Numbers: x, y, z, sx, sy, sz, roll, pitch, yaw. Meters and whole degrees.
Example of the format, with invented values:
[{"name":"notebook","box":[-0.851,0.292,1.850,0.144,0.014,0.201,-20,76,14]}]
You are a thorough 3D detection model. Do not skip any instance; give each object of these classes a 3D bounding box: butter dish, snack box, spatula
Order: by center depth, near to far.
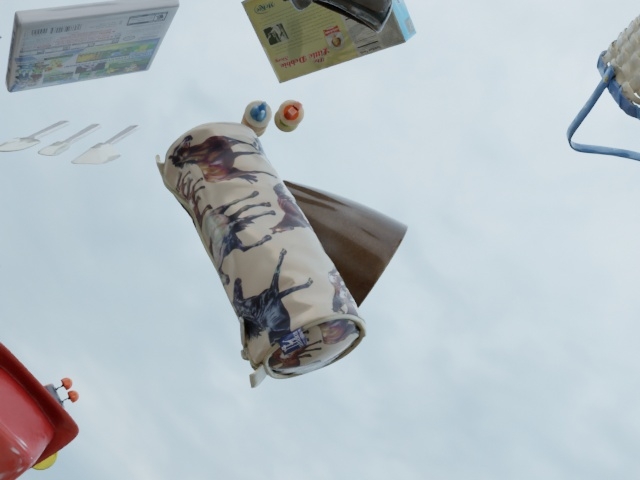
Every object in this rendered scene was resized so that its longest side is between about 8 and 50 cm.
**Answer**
[{"name":"butter dish","box":[-0.357,0.205,0.823,0.160,0.160,0.118,56,7,-23]},{"name":"spatula","box":[-0.369,-0.151,1.237,0.168,0.242,0.019,3,-72,4]},{"name":"snack box","box":[0.011,-0.440,1.610,0.322,0.060,0.187,-9,-64,37]}]

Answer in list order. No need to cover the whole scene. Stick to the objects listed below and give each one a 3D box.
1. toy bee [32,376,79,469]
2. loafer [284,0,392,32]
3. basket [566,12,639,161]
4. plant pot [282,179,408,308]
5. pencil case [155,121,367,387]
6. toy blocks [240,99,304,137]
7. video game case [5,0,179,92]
[{"name":"toy bee","box":[-0.510,0.283,1.408,0.195,0.162,0.298,64,-11,-15]},{"name":"loafer","box":[-0.005,-0.402,1.329,0.096,0.268,0.084,-118,-141,-62]},{"name":"basket","box":[0.590,-0.247,1.382,0.255,0.201,0.289,8,-49,-13]},{"name":"plant pot","box":[0.000,0.000,1.443,0.230,0.215,0.215,33,-33,-1]},{"name":"pencil case","box":[-0.101,0.009,1.229,0.410,0.184,0.160,60,-25,25]},{"name":"toy blocks","box":[-0.087,-0.243,1.565,0.148,0.123,0.054,154,-77,-79]},{"name":"video game case","box":[-0.490,-0.417,1.732,0.300,0.329,0.036,-34,-106,61]}]
